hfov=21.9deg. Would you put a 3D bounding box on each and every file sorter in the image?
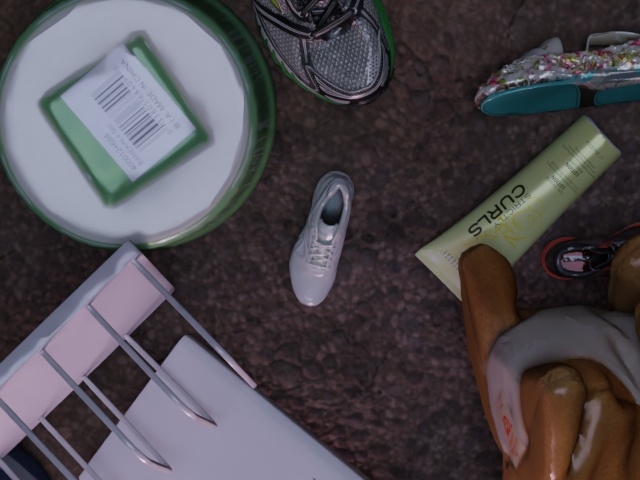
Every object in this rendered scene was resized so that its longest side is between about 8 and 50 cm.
[{"bbox_3d":[-0.221,0.173,1.704,0.278,0.193,0.173,-45,77,-5],"label":"file sorter"}]

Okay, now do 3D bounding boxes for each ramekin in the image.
[{"bbox_3d":[-0.199,-0.131,1.741,0.303,0.148,0.303,0,97,0],"label":"ramekin"}]

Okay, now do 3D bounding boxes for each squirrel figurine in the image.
[{"bbox_3d":[0.372,0.181,1.734,0.370,0.281,0.397,-12,113,-10],"label":"squirrel figurine"}]

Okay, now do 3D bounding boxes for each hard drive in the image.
[{"bbox_3d":[-0.087,0.276,1.802,0.307,0.040,0.203,38,95,13],"label":"hard drive"}]

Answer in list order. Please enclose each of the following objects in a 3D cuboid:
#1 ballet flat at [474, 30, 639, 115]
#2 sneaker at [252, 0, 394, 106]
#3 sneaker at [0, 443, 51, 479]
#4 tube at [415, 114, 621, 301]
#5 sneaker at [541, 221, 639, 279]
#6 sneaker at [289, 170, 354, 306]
[{"bbox_3d":[0.280,-0.183,1.780,0.241,0.091,0.077,-6,67,-3],"label":"ballet flat"},{"bbox_3d":[-0.033,-0.291,1.723,0.134,0.146,0.343,-29,97,3],"label":"sneaker"},{"bbox_3d":[-0.324,0.336,1.808,0.112,0.131,0.319,-35,95,3],"label":"sneaker"},{"bbox_3d":[0.221,-0.033,1.802,0.240,0.062,0.070,-43,55,10],"label":"tube"},{"bbox_3d":[0.322,0.019,1.802,0.158,0.065,0.061,-11,96,2],"label":"sneaker"},{"bbox_3d":[0.000,0.000,1.803,0.053,0.061,0.152,13,98,-3],"label":"sneaker"}]
